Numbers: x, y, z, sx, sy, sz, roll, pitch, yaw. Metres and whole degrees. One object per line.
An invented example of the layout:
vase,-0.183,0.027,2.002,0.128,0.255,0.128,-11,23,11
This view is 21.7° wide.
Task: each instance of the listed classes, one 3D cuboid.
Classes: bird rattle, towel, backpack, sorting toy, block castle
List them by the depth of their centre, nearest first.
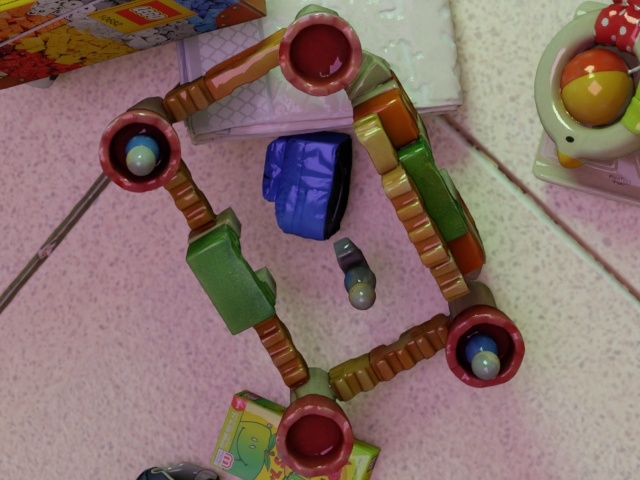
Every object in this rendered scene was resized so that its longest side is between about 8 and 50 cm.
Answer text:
bird rattle,0.316,-0.183,1.774,0.207,0.143,0.254,-23,79,31
block castle,0.000,0.000,1.778,0.303,0.213,0.453,-28,106,8
sorting toy,0.351,-0.144,1.843,0.193,0.038,0.208,16,93,16
towel,-0.016,-0.288,1.889,0.316,0.053,0.332,-8,86,1
backpack,-0.015,-0.064,1.927,0.101,0.098,0.120,8,104,15

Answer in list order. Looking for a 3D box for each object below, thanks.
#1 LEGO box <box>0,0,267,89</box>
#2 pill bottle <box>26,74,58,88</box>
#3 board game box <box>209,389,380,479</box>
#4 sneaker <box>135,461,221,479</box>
LEGO box,-0.284,-0.460,1.828,0.372,0.193,0.500,-12,77,24
pill bottle,-0.317,-0.296,1.996,0.119,0.119,0.208,39,102,12
board game box,-0.031,0.255,1.973,0.181,0.043,0.092,22,99,15
sneaker,-0.152,0.370,1.994,0.226,0.086,0.163,44,106,12
